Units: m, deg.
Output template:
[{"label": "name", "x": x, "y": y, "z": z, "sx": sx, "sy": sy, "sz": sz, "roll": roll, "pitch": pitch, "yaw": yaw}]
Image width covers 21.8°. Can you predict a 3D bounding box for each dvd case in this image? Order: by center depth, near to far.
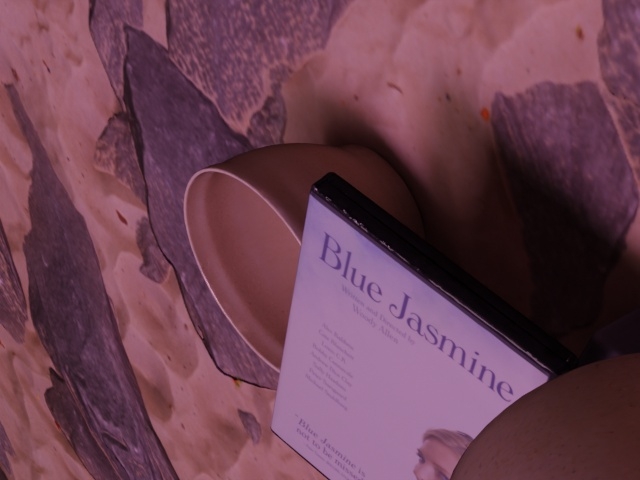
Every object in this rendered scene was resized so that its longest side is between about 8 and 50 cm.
[{"label": "dvd case", "x": 0.051, "y": 0.094, "z": 0.993, "sx": 0.180, "sy": 0.022, "sz": 0.253, "roll": 38, "pitch": 145, "yaw": 22}]

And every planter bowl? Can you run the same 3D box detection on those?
[{"label": "planter bowl", "x": 0.000, "y": 0.000, "z": 1.108, "sx": 0.162, "sy": 0.109, "sz": 0.162, "roll": 41, "pitch": 149, "yaw": 31}]

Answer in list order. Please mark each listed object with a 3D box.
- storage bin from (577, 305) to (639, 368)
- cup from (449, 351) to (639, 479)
[{"label": "storage bin", "x": 0.188, "y": 0.106, "z": 0.930, "sx": 0.135, "sy": 0.098, "sz": 0.091, "roll": 43, "pitch": 139, "yaw": 28}, {"label": "cup", "x": 0.169, "y": 0.192, "z": 0.754, "sx": 0.237, "sy": 0.331, "sz": 0.331, "roll": -111, "pitch": 13, "yaw": -45}]
